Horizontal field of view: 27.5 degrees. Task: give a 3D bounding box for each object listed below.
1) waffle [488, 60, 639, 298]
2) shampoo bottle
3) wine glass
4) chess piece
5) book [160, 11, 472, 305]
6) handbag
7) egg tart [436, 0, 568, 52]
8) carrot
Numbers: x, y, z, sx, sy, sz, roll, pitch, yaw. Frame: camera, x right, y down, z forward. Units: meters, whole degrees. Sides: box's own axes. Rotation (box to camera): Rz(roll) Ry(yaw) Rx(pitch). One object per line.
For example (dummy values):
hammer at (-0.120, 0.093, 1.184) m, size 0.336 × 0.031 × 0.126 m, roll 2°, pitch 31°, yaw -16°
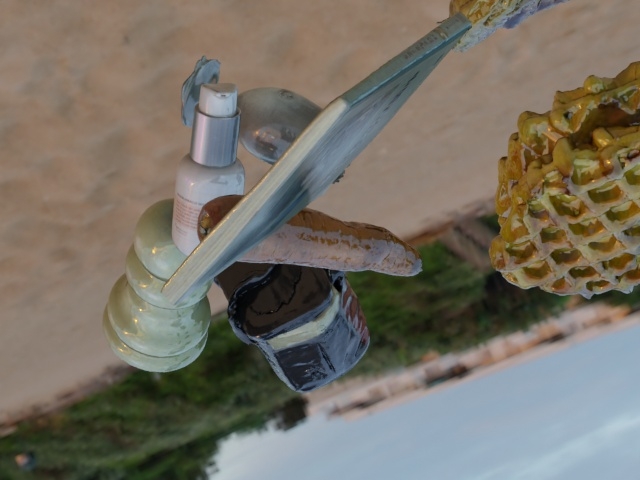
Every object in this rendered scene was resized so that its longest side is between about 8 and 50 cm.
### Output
waffle at (0.341, -0.061, 1.535) m, size 0.261 × 0.151 × 0.324 m, roll -1°, pitch 142°, yaw -17°
shampoo bottle at (-0.115, -0.075, 1.369) m, size 0.074 × 0.192 × 0.074 m, roll 5°, pitch -154°, yaw -3°
wine glass at (-0.064, -0.153, 1.678) m, size 0.103 × 0.222 × 0.103 m, roll -61°, pitch 166°, yaw -25°
chess piece at (-0.197, 0.045, 1.668) m, size 0.144 × 0.144 × 0.251 m, roll -24°, pitch 154°, yaw -28°
book at (0.004, -0.068, 0.972) m, size 0.215 × 0.025 × 0.283 m, roll -46°, pitch 177°, yaw 31°
handbag at (-0.046, 0.070, 1.854) m, size 0.181 × 0.254 × 0.181 m, roll -31°, pitch 136°, yaw 0°
egg tart at (0.298, -0.392, 1.803) m, size 0.339 × 0.153 × 0.351 m, roll -30°, pitch 175°, yaw -6°
carrot at (0.000, 0.000, 1.152) m, size 0.248 × 0.059 × 0.059 m, roll 10°, pitch 158°, yaw -35°
